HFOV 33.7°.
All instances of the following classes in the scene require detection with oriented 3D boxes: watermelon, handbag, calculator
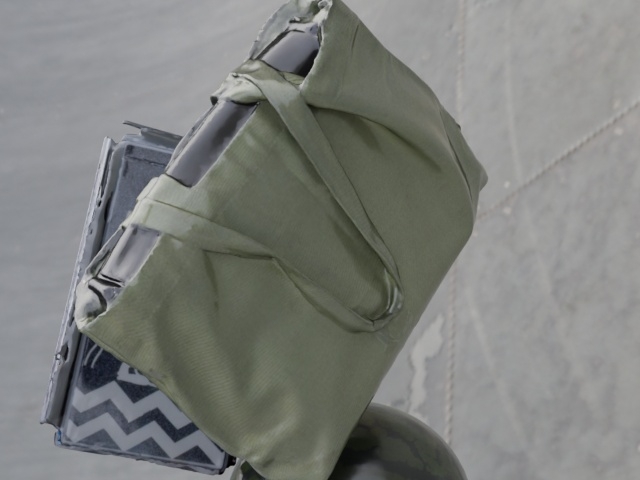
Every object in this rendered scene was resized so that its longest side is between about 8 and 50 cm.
[{"bbox_3d":[0.021,0.234,0.882,0.212,0.212,0.212,-49,28,38],"label":"watermelon"},{"bbox_3d":[-0.004,0.001,0.753,0.109,0.253,0.315,12,64,50],"label":"handbag"},{"bbox_3d":[-0.122,0.045,0.870,0.028,0.166,0.274,146,136,-69],"label":"calculator"}]
